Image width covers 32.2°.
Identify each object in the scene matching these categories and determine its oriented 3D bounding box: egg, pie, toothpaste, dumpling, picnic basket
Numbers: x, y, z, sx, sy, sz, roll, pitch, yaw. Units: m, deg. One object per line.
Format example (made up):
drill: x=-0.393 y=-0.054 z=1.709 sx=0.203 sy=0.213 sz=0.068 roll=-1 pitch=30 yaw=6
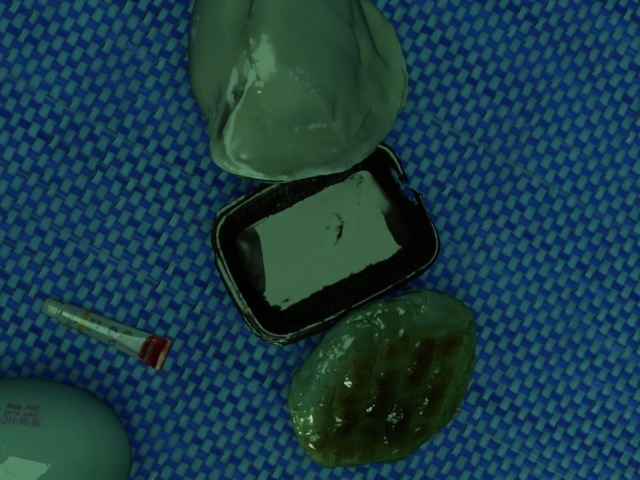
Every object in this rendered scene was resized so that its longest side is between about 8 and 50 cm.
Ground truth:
egg: x=-0.439 y=0.301 z=1.485 sx=0.371 sy=0.230 sz=0.230 roll=-5 pitch=93 yaw=-1
pie: x=0.093 y=0.204 z=1.547 sx=0.306 sy=0.071 sz=0.306 roll=-10 pitch=121 yaw=-18
toothpaste: x=-0.307 y=0.129 z=1.590 sx=0.190 sy=0.031 sz=0.048 roll=24 pitch=87 yaw=-8
dumpling: x=-0.021 y=-0.247 z=1.488 sx=0.315 sy=0.233 sz=0.395 roll=13 pitch=58 yaw=-13
picnic basket: x=0.000 y=0.000 z=1.559 sx=0.297 sy=0.129 sz=0.222 roll=-27 pitch=93 yaw=-4
